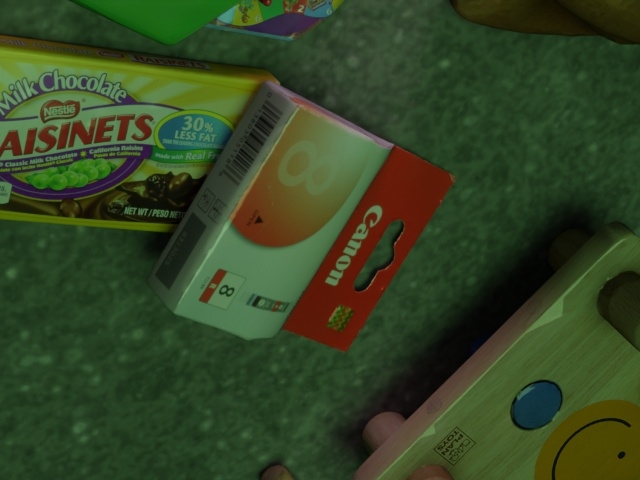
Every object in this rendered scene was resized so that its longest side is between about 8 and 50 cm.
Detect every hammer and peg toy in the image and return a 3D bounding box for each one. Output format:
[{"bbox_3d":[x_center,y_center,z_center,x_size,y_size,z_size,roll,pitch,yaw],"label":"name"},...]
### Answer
[{"bbox_3d":[0.142,0.181,1.076,0.361,0.127,0.266,-44,124,3],"label":"hammer and peg toy"}]

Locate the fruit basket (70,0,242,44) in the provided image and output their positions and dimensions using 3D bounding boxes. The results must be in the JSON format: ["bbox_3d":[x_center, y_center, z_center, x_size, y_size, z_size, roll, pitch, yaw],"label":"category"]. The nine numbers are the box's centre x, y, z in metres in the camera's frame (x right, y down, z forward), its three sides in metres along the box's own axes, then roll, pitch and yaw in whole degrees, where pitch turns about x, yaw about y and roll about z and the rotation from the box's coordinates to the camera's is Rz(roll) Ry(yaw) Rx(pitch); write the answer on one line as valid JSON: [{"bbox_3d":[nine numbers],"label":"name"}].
[{"bbox_3d":[-0.069,-0.310,0.590,0.392,0.283,0.392,-3,137,-2],"label":"fruit basket"}]

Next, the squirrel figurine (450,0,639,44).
[{"bbox_3d":[0.313,-0.158,0.824,0.397,0.370,0.281,14,110,-29],"label":"squirrel figurine"}]

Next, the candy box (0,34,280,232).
[{"bbox_3d":[-0.131,-0.059,0.893,0.206,0.027,0.105,4,112,-26],"label":"candy box"}]

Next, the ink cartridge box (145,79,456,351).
[{"bbox_3d":[0.000,0.000,0.952,0.179,0.045,0.145,23,103,-40],"label":"ink cartridge box"}]

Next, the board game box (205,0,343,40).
[{"bbox_3d":[-0.038,-0.176,0.868,0.169,0.033,0.133,7,113,-26],"label":"board game box"}]
